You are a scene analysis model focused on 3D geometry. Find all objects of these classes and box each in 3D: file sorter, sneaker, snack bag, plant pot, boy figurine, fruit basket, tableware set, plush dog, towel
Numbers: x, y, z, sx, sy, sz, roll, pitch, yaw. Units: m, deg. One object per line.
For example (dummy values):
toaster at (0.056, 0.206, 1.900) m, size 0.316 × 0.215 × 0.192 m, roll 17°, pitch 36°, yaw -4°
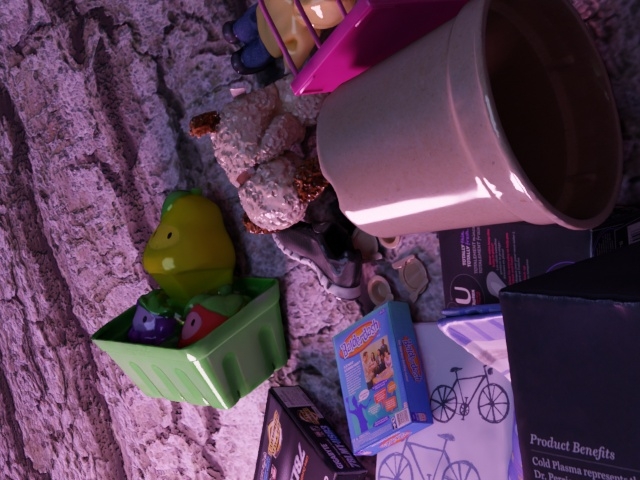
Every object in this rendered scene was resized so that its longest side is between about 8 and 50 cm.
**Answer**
file sorter at (0.088, -0.345, 1.679) m, size 0.202 × 0.291 × 0.182 m, roll -44°, pitch 65°, yaw 47°
sneaker at (0.000, 0.000, 2.052) m, size 0.234 × 0.078 × 0.106 m, roll 42°, pitch 130°, yaw 39°
snack bag at (0.196, 0.285, 1.885) m, size 0.323 × 0.037 × 0.342 m, roll -9°, pitch 75°, yaw 53°
plant pot at (0.176, -0.141, 1.556) m, size 0.305 × 0.334 × 0.333 m, roll -17°, pitch 88°, yaw 38°
boy figurine at (-0.055, -0.373, 1.994) m, size 0.285 × 0.092 × 0.177 m, roll -21°, pitch 85°, yaw 50°
fruit basket at (-0.257, 0.105, 2.275) m, size 0.392 × 0.283 × 0.392 m, roll 30°, pitch 139°, yaw 30°
tableware set at (0.109, 0.033, 1.984) m, size 0.141 × 0.020 × 0.168 m, roll -37°, pitch 73°, yaw 49°
plush dog at (-0.092, -0.127, 2.022) m, size 0.262 × 0.211 × 0.225 m, roll -39°, pitch 73°, yaw 47°
towel at (0.310, 0.178, 1.626) m, size 0.285 × 0.034 × 0.209 m, roll 39°, pitch 158°, yaw -18°

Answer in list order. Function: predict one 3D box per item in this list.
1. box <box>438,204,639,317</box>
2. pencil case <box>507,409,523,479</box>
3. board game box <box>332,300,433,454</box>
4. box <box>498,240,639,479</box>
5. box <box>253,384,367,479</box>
box at (0.309, 0.037, 1.648) m, size 0.270 × 0.143 × 0.165 m, roll 8°, pitch 108°, yaw 48°
pencil case at (0.314, 0.271, 1.598) m, size 0.119 × 0.133 × 0.306 m, roll 22°, pitch 156°, yaw 16°
board game box at (0.098, 0.225, 1.957) m, size 0.160 × 0.047 × 0.210 m, roll -37°, pitch 55°, yaw 44°
box at (0.471, 0.230, 1.253) m, size 0.297 × 0.480 × 0.471 m, roll 3°, pitch 104°, yaw 50°
box at (-0.033, 0.459, 2.170) m, size 0.293 × 0.073 × 0.295 m, roll -133°, pitch 49°, yaw -56°
